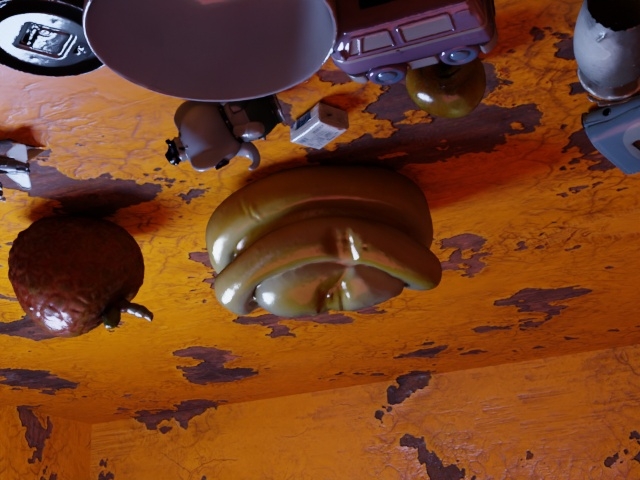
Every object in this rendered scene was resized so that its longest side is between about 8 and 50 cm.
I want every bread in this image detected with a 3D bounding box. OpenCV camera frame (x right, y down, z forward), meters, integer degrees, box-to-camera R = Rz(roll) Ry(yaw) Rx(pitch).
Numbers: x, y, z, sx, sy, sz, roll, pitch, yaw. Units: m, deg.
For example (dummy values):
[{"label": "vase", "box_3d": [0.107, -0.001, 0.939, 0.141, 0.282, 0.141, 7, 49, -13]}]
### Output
[{"label": "bread", "box_3d": [0.003, 0.023, 1.795, 0.424, 0.245, 0.329, -7, 159, 0]}]

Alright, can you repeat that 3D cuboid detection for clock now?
[{"label": "clock", "box_3d": [-0.359, -0.277, 1.254, 0.185, 0.040, 0.184, -2, 158, -1]}]

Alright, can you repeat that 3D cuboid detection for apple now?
[{"label": "apple", "box_3d": [0.180, -0.225, 1.381, 0.114, 0.099, 0.102, -8, 161, 5]}]

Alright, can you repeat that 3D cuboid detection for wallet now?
[{"label": "wallet", "box_3d": [0.572, -0.196, 1.544, 0.250, 0.075, 0.176, -19, 148, 35]}]

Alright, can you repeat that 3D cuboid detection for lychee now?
[{"label": "lychee", "box_3d": [-0.461, 0.076, 1.867, 0.255, 0.300, 0.255, -42, 177, -3]}]

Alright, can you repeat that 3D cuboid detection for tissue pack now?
[{"label": "tissue pack", "box_3d": [-0.002, -0.183, 1.540, 0.062, 0.042, 0.083, 13, 154, -32]}]

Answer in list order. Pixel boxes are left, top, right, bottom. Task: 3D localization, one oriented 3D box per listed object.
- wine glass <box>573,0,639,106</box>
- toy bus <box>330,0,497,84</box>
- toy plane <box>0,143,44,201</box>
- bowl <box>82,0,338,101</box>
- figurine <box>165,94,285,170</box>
[{"label": "wine glass", "box_3d": [0.392, -0.268, 1.272, 0.111, 0.111, 0.204, -7, 160, 12]}, {"label": "toy bus", "box_3d": [0.100, -0.285, 1.160, 0.203, 0.141, 0.142, -11, 163, 19]}, {"label": "toy plane", "box_3d": [-0.574, -0.126, 1.566, 0.234, 0.082, 0.160, 0, 132, -9]}, {"label": "bowl", "box_3d": [-0.123, -0.291, 1.100, 0.287, 0.143, 0.287, -1, 159, 0]}, {"label": "figurine", "box_3d": [-0.148, -0.166, 1.461, 0.192, 0.147, 0.126, -23, 138, 0]}]
